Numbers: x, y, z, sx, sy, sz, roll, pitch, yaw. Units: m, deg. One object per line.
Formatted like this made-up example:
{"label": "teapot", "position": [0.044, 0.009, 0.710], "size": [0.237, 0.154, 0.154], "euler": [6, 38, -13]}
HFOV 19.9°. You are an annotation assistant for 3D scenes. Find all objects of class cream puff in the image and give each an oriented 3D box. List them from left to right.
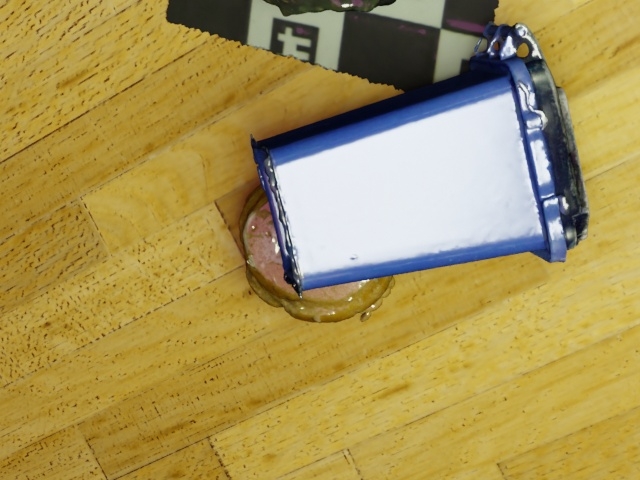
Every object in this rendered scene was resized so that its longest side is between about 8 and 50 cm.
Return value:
{"label": "cream puff", "position": [-0.001, 0.003, 1.526], "size": [0.144, 0.103, 0.126], "euler": [25, 95, 4]}

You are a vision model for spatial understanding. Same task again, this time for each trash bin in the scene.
{"label": "trash bin", "position": [0.072, -0.057, 1.403], "size": [0.234, 0.162, 0.184], "euler": [-14, 99, -6]}

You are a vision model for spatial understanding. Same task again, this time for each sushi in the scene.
{"label": "sushi", "position": [0.008, -0.305, 1.438], "size": [0.296, 0.100, 0.373], "euler": [18, 111, 19]}
